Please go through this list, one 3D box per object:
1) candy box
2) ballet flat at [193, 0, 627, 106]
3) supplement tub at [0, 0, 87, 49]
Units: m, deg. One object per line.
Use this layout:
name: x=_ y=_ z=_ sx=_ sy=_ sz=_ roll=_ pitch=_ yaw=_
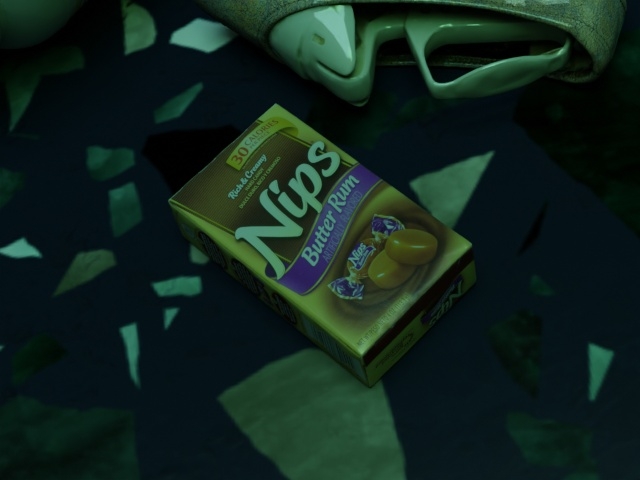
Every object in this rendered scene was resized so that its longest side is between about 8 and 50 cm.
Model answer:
candy box: x=0.000 y=0.000 z=1.074 sx=0.186 sy=0.053 sz=0.109 roll=37 pitch=70 yaw=28
ballet flat: x=0.058 y=-0.151 z=1.132 sx=0.316 sy=0.107 sz=0.106 roll=-1 pitch=65 yaw=10
supplement tub: x=-0.227 y=-0.295 z=1.181 sx=0.241 sy=0.241 sz=0.331 roll=31 pitch=67 yaw=24
